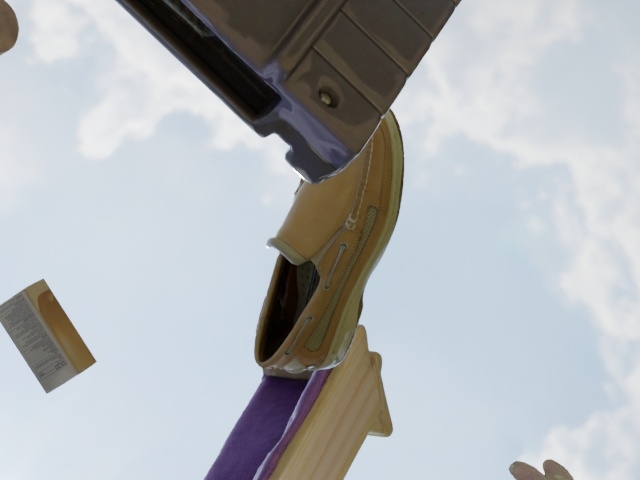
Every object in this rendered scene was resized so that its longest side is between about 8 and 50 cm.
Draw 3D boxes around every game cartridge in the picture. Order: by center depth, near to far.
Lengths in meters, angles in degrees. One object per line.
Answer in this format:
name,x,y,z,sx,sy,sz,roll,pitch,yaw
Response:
game cartridge,-0.069,-0.226,0.863,0.355,0.068,0.230,43,-127,-11

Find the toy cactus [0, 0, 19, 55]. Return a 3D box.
toy cactus,-0.258,-0.125,0.955,0.219,0.180,0.112,-37,-68,-49

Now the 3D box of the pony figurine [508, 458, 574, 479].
pony figurine,0.169,0.422,1.382,0.363,0.303,0.351,-133,25,-64

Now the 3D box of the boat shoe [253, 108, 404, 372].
boat shoe,0.000,0.000,0.997,0.072,0.190,0.068,-4,-158,-44

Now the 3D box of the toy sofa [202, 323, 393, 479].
toy sofa,-0.061,0.244,1.659,0.362,0.150,0.177,-58,-37,-45

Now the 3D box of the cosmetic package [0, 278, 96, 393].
cosmetic package,-0.311,0.108,1.758,0.115,0.060,0.041,59,-149,-2
